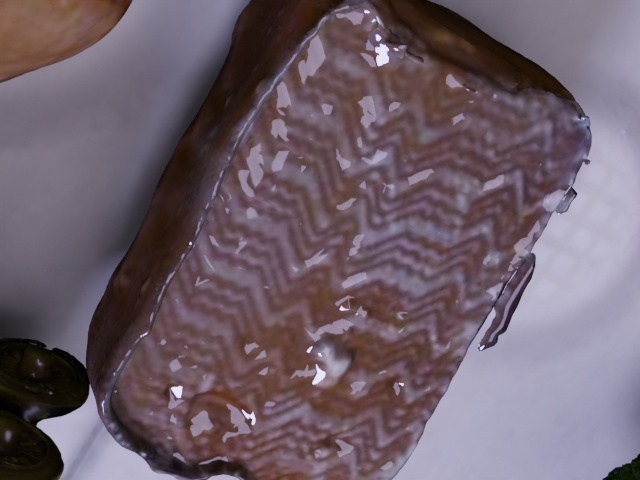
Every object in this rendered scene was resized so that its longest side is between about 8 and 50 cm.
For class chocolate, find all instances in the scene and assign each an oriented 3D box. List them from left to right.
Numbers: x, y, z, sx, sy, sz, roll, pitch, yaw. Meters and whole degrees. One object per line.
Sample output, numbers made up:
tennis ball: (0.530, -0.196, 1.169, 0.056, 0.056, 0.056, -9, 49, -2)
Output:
chocolate: (0.000, 0.000, 0.526, 0.148, 0.093, 0.214, 24, 107, -25)

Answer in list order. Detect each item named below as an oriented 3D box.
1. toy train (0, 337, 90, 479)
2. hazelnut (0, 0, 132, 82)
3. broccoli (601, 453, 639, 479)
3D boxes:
toy train: (-0.168, 0.087, 0.458, 0.137, 0.225, 0.090, 22, 108, -8)
hazelnut: (-0.132, -0.116, 0.401, 0.150, 0.150, 0.150, -7, 119, -13)
broccoli: (0.265, 0.219, 0.620, 0.321, 0.283, 0.304, -26, 113, -24)
